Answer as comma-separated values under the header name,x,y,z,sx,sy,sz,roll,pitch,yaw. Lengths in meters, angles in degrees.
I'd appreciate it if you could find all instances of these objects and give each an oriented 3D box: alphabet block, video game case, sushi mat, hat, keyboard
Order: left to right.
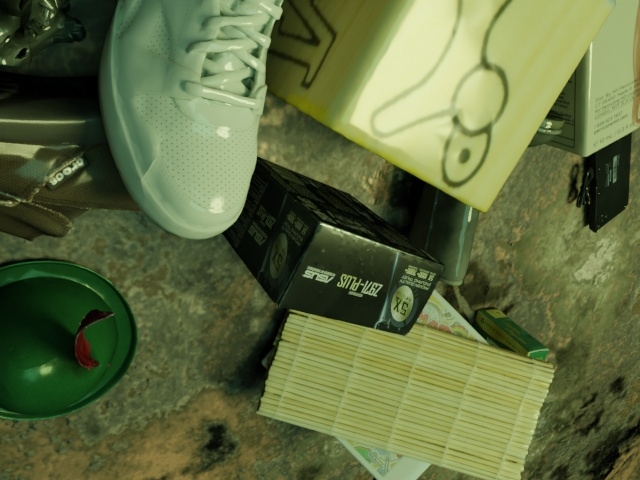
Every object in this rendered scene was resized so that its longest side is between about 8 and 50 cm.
name,x,y,z,sx,sy,sz,roll,pitch,yaw
hat,-0.228,0.126,0.483,0.173,0.183,0.208,-25,125,-16
video game case,0.081,0.150,0.692,0.206,0.026,0.227,-45,89,-1
sushi mat,0.096,0.168,0.670,0.316,0.019,0.151,16,90,-1
alphabet block,0.079,-0.169,0.494,0.192,0.193,0.197,23,103,-34
keyboard,0.398,-0.095,0.827,0.108,0.023,0.180,-33,127,-19

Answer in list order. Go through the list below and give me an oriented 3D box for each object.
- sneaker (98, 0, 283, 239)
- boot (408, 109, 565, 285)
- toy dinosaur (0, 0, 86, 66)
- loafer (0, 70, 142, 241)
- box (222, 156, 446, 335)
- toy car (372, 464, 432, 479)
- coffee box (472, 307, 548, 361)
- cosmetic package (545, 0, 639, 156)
name,x,y,z,sx,sy,sz,roll,pitch,yaw
sneaker,-0.057,-0.153,0.360,0.108,0.169,0.292,1,84,-40
boot,0.158,-0.050,0.618,0.076,0.189,0.208,10,107,-17
toy dinosaur,-0.186,-0.205,0.292,0.164,0.218,0.322,46,45,-13
loafer,-0.225,-0.050,0.421,0.366,0.134,0.130,-4,117,-28
box,0.000,0.000,0.548,0.147,0.180,0.077,18,105,-36
toy car,0.133,0.252,0.791,0.188,0.155,0.149,-29,135,5
coffee box,0.250,0.203,0.849,0.040,0.113,0.184,-1,117,-26
cosmetic package,0.247,-0.254,0.573,0.129,0.153,0.296,-28,128,-16
